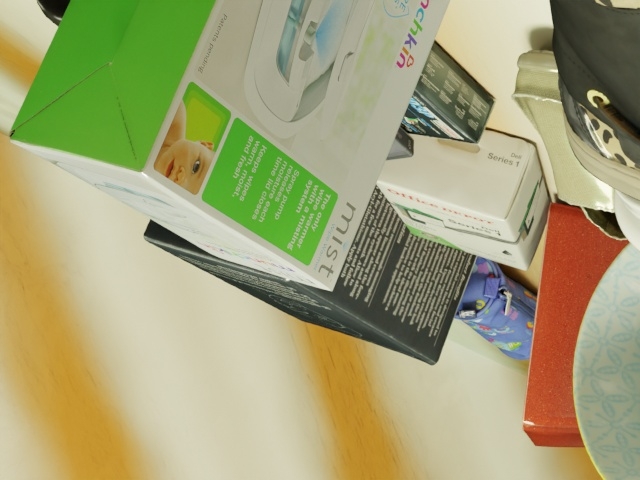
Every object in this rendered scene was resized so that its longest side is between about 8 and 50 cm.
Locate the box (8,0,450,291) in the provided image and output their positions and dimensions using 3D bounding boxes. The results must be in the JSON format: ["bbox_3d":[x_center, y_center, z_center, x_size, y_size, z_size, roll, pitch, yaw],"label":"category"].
[{"bbox_3d":[-0.045,-0.129,0.728,0.126,0.262,0.231,16,168,35],"label":"box"}]

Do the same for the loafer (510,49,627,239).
[{"bbox_3d":[0.240,-0.074,0.914,0.102,0.092,0.268,14,168,42],"label":"loafer"}]

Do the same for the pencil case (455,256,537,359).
[{"bbox_3d":[0.302,0.113,1.815,0.133,0.119,0.306,14,168,35],"label":"pencil case"}]

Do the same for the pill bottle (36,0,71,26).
[{"bbox_3d":[-0.157,-0.206,0.998,0.122,0.123,0.219,18,171,26],"label":"pill bottle"}]

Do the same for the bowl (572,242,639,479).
[{"bbox_3d":[0.382,0.119,0.944,0.156,0.290,0.289,19,174,-33],"label":"bowl"}]

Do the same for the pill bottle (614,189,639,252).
[{"bbox_3d":[0.292,-0.017,0.786,0.117,0.117,0.215,14,167,43],"label":"pill bottle"}]

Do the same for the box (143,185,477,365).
[{"bbox_3d":[0.000,0.000,1.573,0.293,0.212,0.395,14,168,40],"label":"box"}]

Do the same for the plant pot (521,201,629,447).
[{"bbox_3d":[0.387,0.126,1.304,0.235,0.267,0.267,7,167,16],"label":"plant pot"}]

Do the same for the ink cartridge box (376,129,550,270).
[{"bbox_3d":[0.166,-0.054,1.218,0.160,0.093,0.219,18,171,21],"label":"ink cartridge box"}]

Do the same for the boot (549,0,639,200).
[{"bbox_3d":[0.257,-0.094,0.517,0.377,0.138,0.284,26,168,38],"label":"boot"}]

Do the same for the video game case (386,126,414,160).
[{"bbox_3d":[-0.055,-0.123,1.000,0.196,0.026,0.274,-6,160,27],"label":"video game case"}]

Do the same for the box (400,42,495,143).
[{"bbox_3d":[0.034,-0.166,1.001,0.175,0.051,0.220,14,168,43],"label":"box"}]
